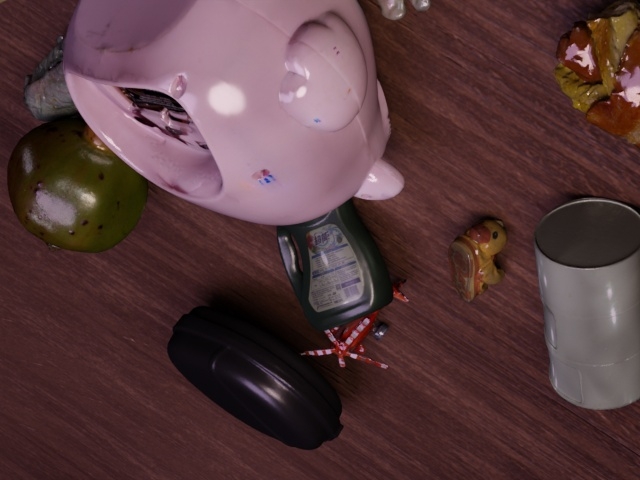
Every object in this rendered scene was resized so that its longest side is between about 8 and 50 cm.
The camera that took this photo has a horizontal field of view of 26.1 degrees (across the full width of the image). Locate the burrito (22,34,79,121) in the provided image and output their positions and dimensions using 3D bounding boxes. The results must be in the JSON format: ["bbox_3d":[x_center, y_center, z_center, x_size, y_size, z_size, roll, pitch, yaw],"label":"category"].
[{"bbox_3d":[-0.317,-0.235,1.848,0.096,0.066,0.309,45,143,-15],"label":"burrito"}]

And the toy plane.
[{"bbox_3d":[0.054,0.102,1.876,0.126,0.077,0.194,24,132,14],"label":"toy plane"}]

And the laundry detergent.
[{"bbox_3d":[0.000,0.000,1.783,0.144,0.078,0.221,-24,92,40],"label":"laundry detergent"}]

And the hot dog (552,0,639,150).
[{"bbox_3d":[0.329,-0.146,1.366,0.213,0.103,0.146,31,141,9],"label":"hot dog"}]

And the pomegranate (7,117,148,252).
[{"bbox_3d":[-0.328,-0.088,1.898,0.198,0.198,0.246,41,146,-1],"label":"pomegranate"}]

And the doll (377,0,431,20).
[{"bbox_3d":[0.039,-0.357,1.401,0.155,0.113,0.275,-9,129,42],"label":"doll"}]

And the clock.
[{"bbox_3d":[-0.095,-0.162,1.542,0.368,0.250,0.376,16,157,42],"label":"clock"}]

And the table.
[{"bbox_3d":[0.316,0.075,1.580,0.126,0.126,0.220,14,136,30],"label":"table"}]

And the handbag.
[{"bbox_3d":[-0.097,0.206,2.018,0.308,0.093,0.254,15,152,53],"label":"handbag"}]

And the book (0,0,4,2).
[{"bbox_3d":[-0.509,-0.398,1.886,0.168,0.013,0.192,-10,121,45],"label":"book"}]

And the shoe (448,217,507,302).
[{"bbox_3d":[0.191,0.021,1.682,0.072,0.069,0.109,32,140,52],"label":"shoe"}]
